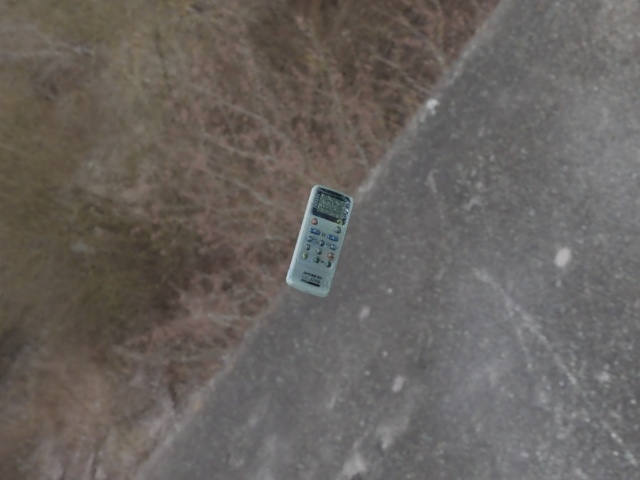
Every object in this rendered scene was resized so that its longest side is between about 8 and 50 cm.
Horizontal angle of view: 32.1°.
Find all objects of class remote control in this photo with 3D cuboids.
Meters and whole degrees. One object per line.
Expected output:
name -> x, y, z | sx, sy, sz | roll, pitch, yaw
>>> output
remote control -> 0.000, 0.000, 1.234 | 0.018, 0.053, 0.124 | 139, 150, -67
